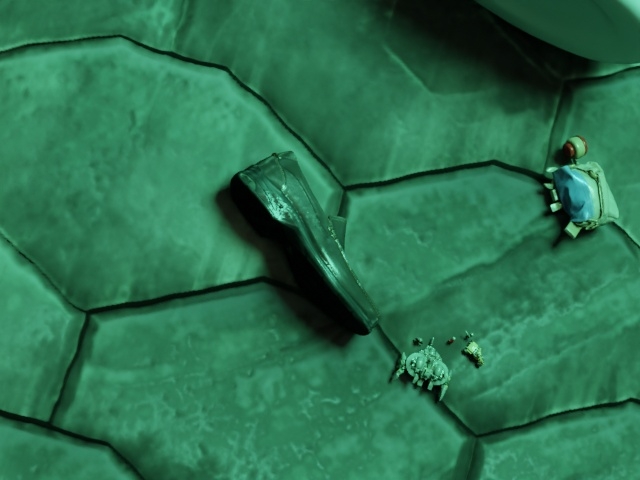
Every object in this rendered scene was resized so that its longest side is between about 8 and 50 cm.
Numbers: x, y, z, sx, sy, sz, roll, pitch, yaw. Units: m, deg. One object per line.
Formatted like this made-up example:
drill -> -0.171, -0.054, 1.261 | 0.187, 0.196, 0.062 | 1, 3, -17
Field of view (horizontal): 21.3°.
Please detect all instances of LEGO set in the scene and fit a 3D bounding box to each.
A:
LEGO set -> 0.099, 0.100, 1.413 | 0.083, 0.023, 0.054 | -37, 89, -18

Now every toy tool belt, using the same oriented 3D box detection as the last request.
toy tool belt -> 0.218, -0.046, 1.462 | 0.051, 0.052, 0.083 | -19, 83, -26

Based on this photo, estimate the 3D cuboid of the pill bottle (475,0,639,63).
pill bottle -> 0.277, -0.373, 1.424 | 0.229, 0.229, 0.407 | 30, 82, -7

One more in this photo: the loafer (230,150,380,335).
loafer -> 0.000, 0.000, 1.391 | 0.061, 0.062, 0.170 | -37, 91, -23
